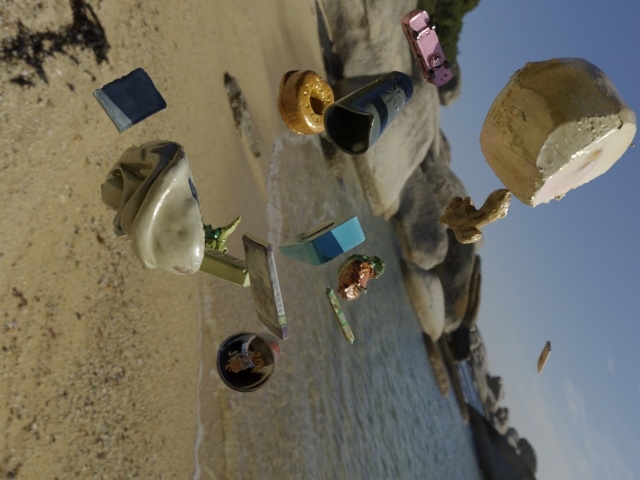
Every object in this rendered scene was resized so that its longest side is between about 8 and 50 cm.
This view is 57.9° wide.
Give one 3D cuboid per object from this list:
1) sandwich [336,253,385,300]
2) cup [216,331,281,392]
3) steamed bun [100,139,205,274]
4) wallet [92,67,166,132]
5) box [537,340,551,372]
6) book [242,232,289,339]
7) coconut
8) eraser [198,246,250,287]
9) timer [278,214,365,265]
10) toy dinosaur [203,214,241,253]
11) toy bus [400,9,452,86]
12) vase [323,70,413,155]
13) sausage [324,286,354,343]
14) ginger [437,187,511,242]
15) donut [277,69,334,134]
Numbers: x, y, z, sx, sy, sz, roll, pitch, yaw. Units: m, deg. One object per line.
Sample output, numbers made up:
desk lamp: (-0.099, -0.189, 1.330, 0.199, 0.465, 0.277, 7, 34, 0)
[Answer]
sandwich: (0.112, 0.126, 1.825, 0.185, 0.109, 0.160, -47, -161, 61)
cup: (-0.225, 0.400, 2.007, 0.288, 0.203, 0.203, 26, 46, -84)
steamed bun: (-0.403, -0.075, 1.386, 0.310, 0.219, 0.324, -156, -121, -74)
wallet: (-0.663, -0.493, 2.031, 0.222, 0.036, 0.167, -43, 108, -33)
box: (0.623, 0.325, 1.612, 0.046, 0.012, 0.083, -59, 161, -56)
book: (-0.134, 0.105, 1.364, 0.157, 0.026, 0.231, 23, -54, 61)
coconut: (0.648, -0.337, 1.649, 0.404, 0.405, 0.404, -19, 90, -79)
eraser: (-0.266, 0.073, 1.624, 0.117, 0.172, 0.058, -15, 124, -79)
timer: (0.000, 0.000, 2.004, 0.250, 0.232, 0.091, -1, -65, 59)
toy dinosaur: (-0.380, -0.009, 2.083, 0.094, 0.153, 0.259, 88, 26, -55)
toy bus: (0.279, -0.507, 1.524, 0.203, 0.063, 0.090, 57, 0, -31)
vase: (0.137, -0.364, 1.617, 0.301, 0.251, 0.156, -45, 106, -36)
sausage: (0.072, 0.282, 2.168, 0.033, 0.033, 0.269, -85, 154, -65)
ginger: (0.409, -0.079, 1.546, 0.059, 0.214, 0.133, -3, 53, -44)
donut: (-0.049, -0.461, 1.936, 0.227, 0.114, 0.226, -3, 94, -55)
